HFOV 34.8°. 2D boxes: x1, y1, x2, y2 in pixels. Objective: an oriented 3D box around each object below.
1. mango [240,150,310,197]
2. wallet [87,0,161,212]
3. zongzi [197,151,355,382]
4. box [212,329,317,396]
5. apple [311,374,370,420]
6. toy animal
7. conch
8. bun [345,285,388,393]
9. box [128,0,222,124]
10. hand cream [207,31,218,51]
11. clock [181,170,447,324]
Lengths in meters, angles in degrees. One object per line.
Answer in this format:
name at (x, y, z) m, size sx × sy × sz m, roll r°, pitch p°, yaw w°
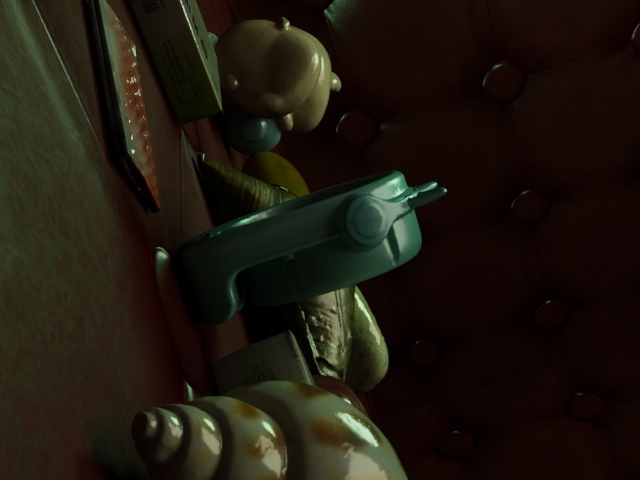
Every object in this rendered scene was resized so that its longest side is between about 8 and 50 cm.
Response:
mango at (-0.066, -0.031, 1.572) m, size 0.138 × 0.113 × 0.253 m, roll 65°, pitch 10°, yaw -46°
wallet at (-0.179, -0.130, 0.936) m, size 0.103 × 0.020 × 0.196 m, roll 66°, pitch 7°, yaw -61°
zongzi at (-0.067, 0.048, 1.330) m, size 0.288 × 0.134 × 0.285 m, roll 33°, pitch 47°, yaw -40°
box at (0.004, 0.280, 1.016) m, size 0.210 × 0.095 × 0.330 m, roll -115°, pitch -178°, yaw -53°
apple at (0.001, 0.236, 1.216) m, size 0.153 × 0.120 × 0.153 m, roll -23°, pitch 90°, yaw -85°
toy animal at (-0.085, -0.281, 1.699) m, size 0.221 × 0.210 × 0.229 m, roll 103°, pitch 11°, yaw -59°
conch at (-0.028, 0.183, 0.676) m, size 0.148 × 0.183 × 0.274 m, roll -54°, pitch 128°, yaw -46°
bun at (0.011, 0.163, 1.696) m, size 0.231 × 0.133 × 0.231 m, roll 49°, pitch -28°, yaw 37°
box at (-0.192, -0.296, 1.256) m, size 0.175 × 0.062 × 0.260 m, roll -104°, pitch 177°, yaw -58°
hand cream at (-0.191, -0.305, 1.680) m, size 0.052 × 0.038 × 0.216 m, roll 47°, pitch 17°, yaw -16°
clock at (0.000, 0.000, 1.058) m, size 0.223 × 0.274 × 0.094 m, roll -71°, pitch 145°, yaw -82°
